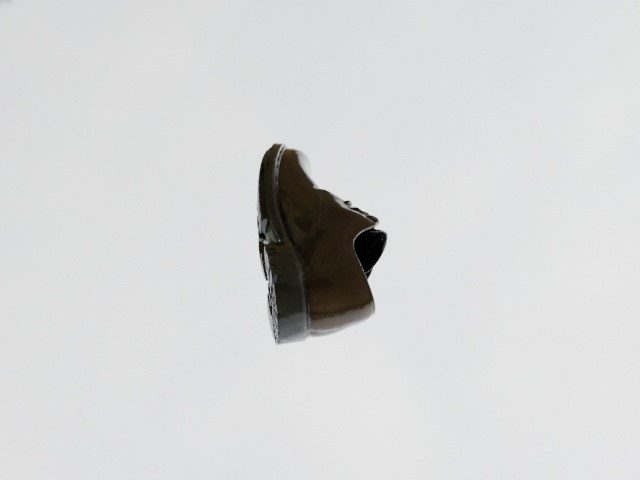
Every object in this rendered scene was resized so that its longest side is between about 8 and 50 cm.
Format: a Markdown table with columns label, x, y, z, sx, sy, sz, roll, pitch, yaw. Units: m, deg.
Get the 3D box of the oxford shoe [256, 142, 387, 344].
| label | x | y | z | sx | sy | sz | roll | pitch | yaw |
| --- | --- | --- | --- | --- | --- | --- | --- | --- | --- |
| oxford shoe | 0.000 | 0.000 | 1.466 | 0.096 | 0.083 | 0.227 | -6 | -143 | -5 |
